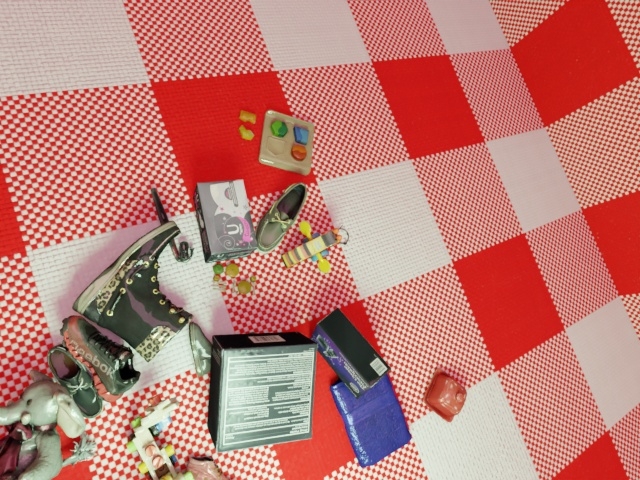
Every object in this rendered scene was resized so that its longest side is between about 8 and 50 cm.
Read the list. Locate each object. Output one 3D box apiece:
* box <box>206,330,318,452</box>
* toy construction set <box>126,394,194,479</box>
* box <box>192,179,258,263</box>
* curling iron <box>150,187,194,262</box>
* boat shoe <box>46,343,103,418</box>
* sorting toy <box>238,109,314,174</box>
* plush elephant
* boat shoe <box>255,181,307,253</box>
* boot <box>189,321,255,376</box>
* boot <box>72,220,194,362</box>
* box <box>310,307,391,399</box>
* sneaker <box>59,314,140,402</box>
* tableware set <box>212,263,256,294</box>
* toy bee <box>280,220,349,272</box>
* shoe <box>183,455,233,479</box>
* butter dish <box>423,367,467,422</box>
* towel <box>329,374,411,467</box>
[{"bbox_3d":[-0.182,0.446,1.275,0.296,0.182,0.294,4,90,-24],"label":"box"},{"bbox_3d":[-0.439,0.592,1.137,0.151,0.215,0.328,-11,80,-26],"label":"toy construction set"},{"bbox_3d":[-0.324,-0.065,1.408,0.163,0.142,0.247,-9,80,-25],"label":"box"},{"bbox_3d":[-0.501,-0.049,1.387,0.068,0.035,0.274,-27,89,-31],"label":"curling iron"},{"bbox_3d":[-0.688,0.397,1.160,0.084,0.079,0.233,-29,91,-27],"label":"boat shoe"},{"bbox_3d":[-0.170,-0.399,1.623,0.307,0.041,0.229,12,71,-20],"label":"sorting toy"},{"bbox_3d":[-0.724,0.470,1.027,0.330,0.271,0.256,-4,91,-53],"label":"plush elephant"},{"bbox_3d":[-0.144,-0.090,1.522,0.109,0.091,0.305,35,65,-11],"label":"boat shoe"},{"bbox_3d":[-0.309,0.331,1.345,0.208,0.076,0.190,-13,95,-19],"label":"boot"},{"bbox_3d":[-0.504,0.152,1.272,0.284,0.138,0.377,44,67,-6],"label":"boot"},{"bbox_3d":[0.091,0.383,1.403,0.103,0.184,0.261,-34,70,-25],"label":"box"},{"bbox_3d":[-0.606,0.316,1.167,0.135,0.097,0.276,-27,100,11],"label":"sneaker"},{"bbox_3d":[-0.296,0.133,1.436,0.154,0.024,0.104,9,69,-20],"label":"tableware set"},{"bbox_3d":[0.000,0.000,1.524,0.195,0.162,0.298,43,64,-5],"label":"toy bee"},{"bbox_3d":[-0.317,0.703,1.245,0.177,0.063,0.081,18,75,-14],"label":"shoe"},{"bbox_3d":[0.504,0.600,1.603,0.160,0.118,0.160,39,65,-9],"label":"butter dish"},{"bbox_3d":[0.176,0.612,1.487,0.227,0.076,0.308,-19,84,-21],"label":"towel"}]
